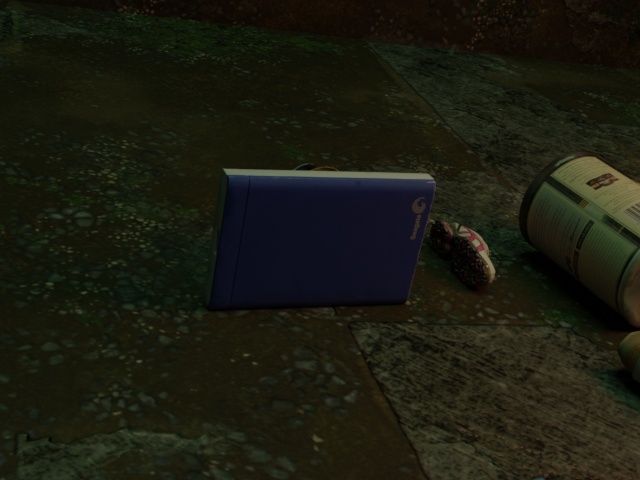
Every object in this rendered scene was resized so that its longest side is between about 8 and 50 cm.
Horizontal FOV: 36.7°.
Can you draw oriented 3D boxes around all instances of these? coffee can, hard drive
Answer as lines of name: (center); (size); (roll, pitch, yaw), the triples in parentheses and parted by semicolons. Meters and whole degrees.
coffee can: (0.499, -0.006, 1.637); (0.202, 0.201, 0.275); (-3, 30, -28)
hard drive: (0.000, 0.000, 1.406); (0.319, 0.210, 0.040); (0, 28, -23)

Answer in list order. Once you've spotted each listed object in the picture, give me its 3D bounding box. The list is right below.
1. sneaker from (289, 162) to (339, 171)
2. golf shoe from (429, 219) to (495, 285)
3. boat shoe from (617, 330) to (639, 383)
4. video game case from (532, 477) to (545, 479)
sneaker: (0.037, -0.030, 1.516); (0.321, 0.180, 0.125); (-13, 35, -40)
golf shoe: (0.259, 0.017, 1.642); (0.086, 0.067, 0.186); (3, 27, -21)
boat shoe: (0.575, 0.153, 1.451); (0.302, 0.113, 0.103); (-6, 33, -35)
video game case: (0.224, 0.324, 1.075); (0.166, 0.015, 0.119); (-6, 31, -31)
